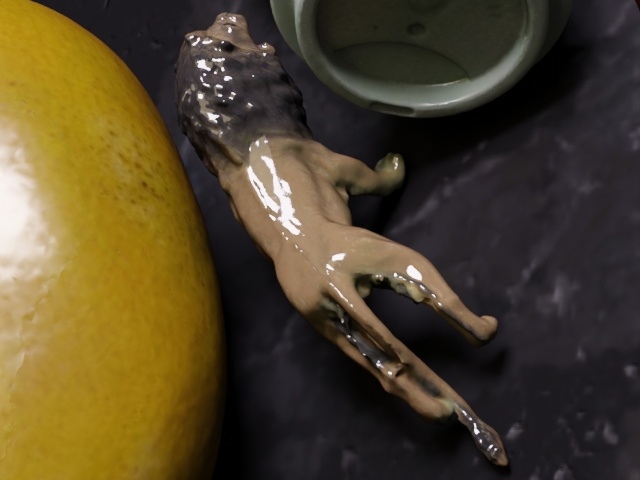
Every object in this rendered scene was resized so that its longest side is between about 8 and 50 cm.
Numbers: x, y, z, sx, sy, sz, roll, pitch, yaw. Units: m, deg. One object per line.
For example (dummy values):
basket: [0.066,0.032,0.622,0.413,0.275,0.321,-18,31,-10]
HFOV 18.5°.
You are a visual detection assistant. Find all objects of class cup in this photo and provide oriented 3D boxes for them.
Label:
cup: [0.042,-0.132,0.795,0.120,0.120,0.141,-26,39,27]

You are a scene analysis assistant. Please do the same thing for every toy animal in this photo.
toy animal: [0.010,0.005,0.772,0.069,0.086,0.220,-46,64,15]

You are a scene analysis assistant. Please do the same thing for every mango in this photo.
mango: [-0.141,0.034,0.810,0.211,0.173,0.317,-34,56,22]

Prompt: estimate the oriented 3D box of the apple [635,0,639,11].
apple: [0.228,-0.133,0.520,0.317,0.288,0.288,2,68,30]
